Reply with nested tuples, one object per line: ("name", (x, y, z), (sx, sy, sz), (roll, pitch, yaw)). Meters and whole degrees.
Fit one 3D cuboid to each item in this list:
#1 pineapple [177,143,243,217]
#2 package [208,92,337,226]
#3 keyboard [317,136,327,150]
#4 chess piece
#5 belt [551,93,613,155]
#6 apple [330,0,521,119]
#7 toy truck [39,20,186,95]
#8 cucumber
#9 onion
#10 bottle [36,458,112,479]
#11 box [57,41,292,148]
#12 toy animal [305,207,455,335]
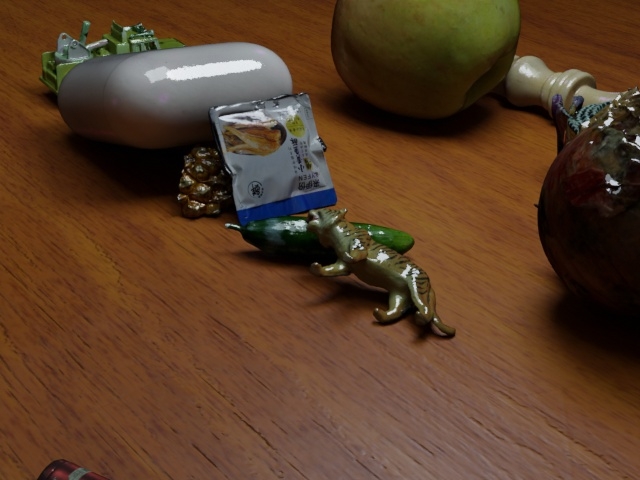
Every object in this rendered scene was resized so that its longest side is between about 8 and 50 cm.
("pineapple", (-0.146, -0.071, 1.479), (0.114, 0.077, 0.114), (14, 61, -4))
("package", (-0.065, -0.117, 1.474), (0.171, 0.173, 0.027), (-16, -3, -35))
("keyboard", (-0.069, -0.156, 1.696), (0.155, 0.010, 0.053), (-3, 27, -14))
("chess piece", (0.450, -0.260, 1.874), (0.117, 0.117, 0.397), (-18, 33, -37))
("belt", (0.467, -0.120, 1.542), (0.206, 0.161, 0.295), (-1, 28, -10))
("apple", (0.196, -0.371, 1.823), (0.305, 0.339, 0.338), (37, 39, 24))
("toy truck", (-0.353, -0.322, 1.846), (0.259, 0.135, 0.128), (-10, 31, -33))
("cucumber", (0.000, 0.000, 1.356), (0.250, 0.056, 0.056), (4, 27, -4))
("onion", (0.423, -0.049, 1.241), (0.353, 0.354, 0.354), (3, 27, -2))
("bottle", (-0.161, 0.237, 0.866), (0.164, 0.060, 0.060), (16, 29, 22))
("box", (-0.228, -0.223, 1.596), (0.288, 0.141, 0.349), (-12, 13, -31))
("toy animal", (0.070, 0.036, 1.262), (0.241, 0.057, 0.099), (33, 37, 16))
